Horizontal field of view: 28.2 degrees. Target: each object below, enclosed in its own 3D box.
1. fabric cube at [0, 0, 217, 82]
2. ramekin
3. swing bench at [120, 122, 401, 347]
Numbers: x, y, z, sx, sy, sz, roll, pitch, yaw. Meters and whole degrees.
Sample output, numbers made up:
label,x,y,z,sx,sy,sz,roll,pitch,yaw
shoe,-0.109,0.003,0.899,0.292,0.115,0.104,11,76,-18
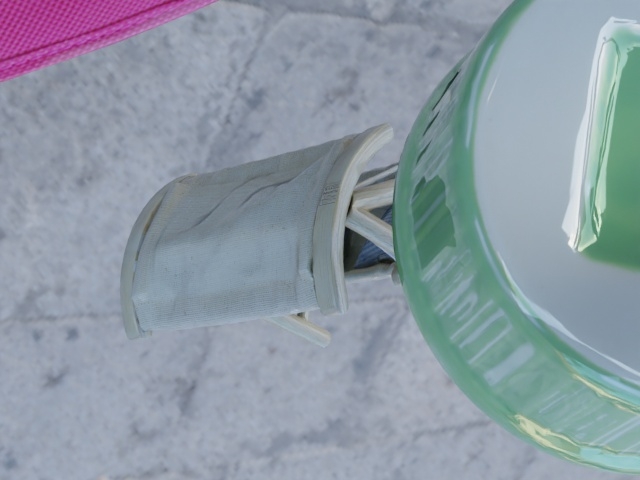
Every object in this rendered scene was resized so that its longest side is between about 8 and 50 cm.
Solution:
label,x,y,z,sx,sy,sz,roll,pitch,yaw
fabric cube,-0.169,-0.197,0.294,0.254,0.259,0.258,-21,147,-9
ramekin,0.199,-0.024,0.722,0.303,0.303,0.148,-34,170,-11
swing bench,0.000,0.000,1.099,0.255,0.253,0.165,7,78,-46
